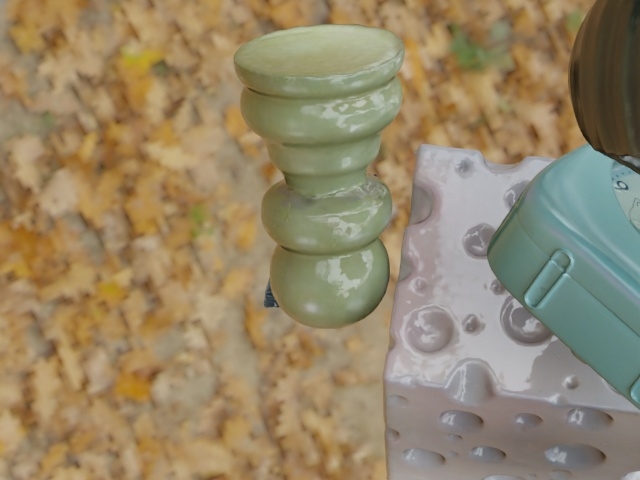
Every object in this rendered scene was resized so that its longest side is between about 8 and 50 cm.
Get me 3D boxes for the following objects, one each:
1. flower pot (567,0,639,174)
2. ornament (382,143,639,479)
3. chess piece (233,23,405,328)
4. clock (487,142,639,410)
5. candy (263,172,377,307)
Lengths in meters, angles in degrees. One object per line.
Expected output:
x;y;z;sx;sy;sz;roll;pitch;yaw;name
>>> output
0.269;-0.101;1.124;0.189;0.243;0.157;28;76;-54;flower pot
0.187;0.086;1.665;0.239;0.239;0.240;86;13;-60;ornament
0.007;-0.044;1.579;0.144;0.144;0.251;-45;136;-57;chess piece
0.274;0.017;1.409;0.223;0.094;0.274;44;37;15;clock
0.001;0.000;1.689;0.088;0.038;0.136;7;99;-28;candy
